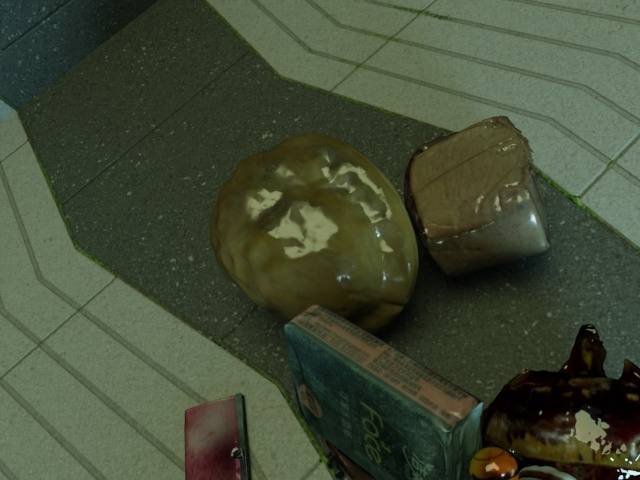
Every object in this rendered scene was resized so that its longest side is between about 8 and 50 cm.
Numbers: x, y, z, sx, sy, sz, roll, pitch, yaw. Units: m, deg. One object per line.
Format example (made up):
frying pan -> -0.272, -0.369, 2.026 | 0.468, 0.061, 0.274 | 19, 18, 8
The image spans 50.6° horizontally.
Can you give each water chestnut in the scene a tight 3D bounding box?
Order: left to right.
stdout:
water chestnut -> 0.358, 0.252, 0.911 | 0.300, 0.300, 0.300 | -10, 53, 14

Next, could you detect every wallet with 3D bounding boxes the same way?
wallet -> -0.183, 0.391, 1.192 | 0.119, 0.025, 0.232 | -18, 51, 9

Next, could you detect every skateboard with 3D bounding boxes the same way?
skateboard -> 0.066, 0.368, 1.097 | 0.080, 0.067, 0.151 | -33, 47, -16

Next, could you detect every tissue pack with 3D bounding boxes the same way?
tissue pack -> 0.090, 0.253, 1.015 | 0.103, 0.228, 0.315 | -35, 44, -31

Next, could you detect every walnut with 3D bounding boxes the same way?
walnut -> -0.014, -0.006, 1.218 | 0.383, 0.383, 0.383 | -10, 53, 14

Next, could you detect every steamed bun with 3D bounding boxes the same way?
steamed bun -> 0.297, -0.066, 1.240 | 0.251, 0.199, 0.301 | -24, 39, 25

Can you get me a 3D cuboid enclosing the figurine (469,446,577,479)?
figurine -> 0.215, 0.403, 0.758 | 0.196, 0.323, 0.320 | -12, 66, -17
